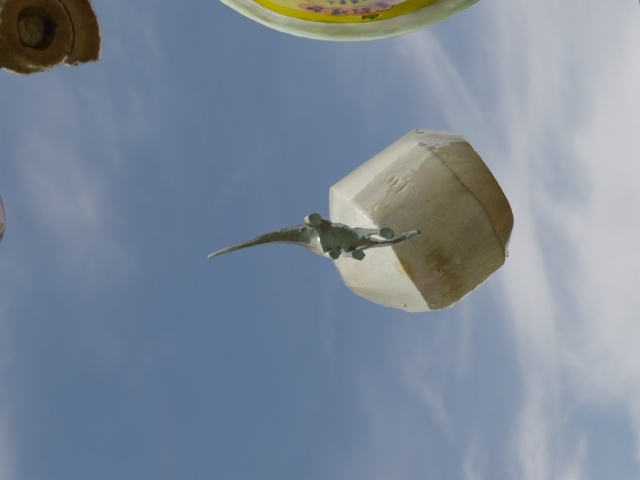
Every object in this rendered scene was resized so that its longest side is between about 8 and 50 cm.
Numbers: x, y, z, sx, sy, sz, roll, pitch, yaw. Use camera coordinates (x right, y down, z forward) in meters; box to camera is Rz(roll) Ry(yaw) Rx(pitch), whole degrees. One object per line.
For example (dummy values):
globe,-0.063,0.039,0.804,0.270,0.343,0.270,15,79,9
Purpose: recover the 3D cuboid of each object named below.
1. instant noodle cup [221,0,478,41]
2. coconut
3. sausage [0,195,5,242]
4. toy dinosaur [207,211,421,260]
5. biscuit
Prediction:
instant noodle cup,-0.006,-0.161,0.305,0.144,0.182,0.182,-10,-84,-74
coconut,0.116,-0.016,1.278,0.241,0.241,0.241,6,-97,-56
sausage,-0.445,-0.055,1.188,0.258,0.133,0.133,86,-163,-66
toy dinosaur,0.008,-0.001,0.786,0.180,0.058,0.037,5,-100,-26
biscuit,-0.474,-0.359,1.620,0.274,0.091,0.213,-28,-79,-42
